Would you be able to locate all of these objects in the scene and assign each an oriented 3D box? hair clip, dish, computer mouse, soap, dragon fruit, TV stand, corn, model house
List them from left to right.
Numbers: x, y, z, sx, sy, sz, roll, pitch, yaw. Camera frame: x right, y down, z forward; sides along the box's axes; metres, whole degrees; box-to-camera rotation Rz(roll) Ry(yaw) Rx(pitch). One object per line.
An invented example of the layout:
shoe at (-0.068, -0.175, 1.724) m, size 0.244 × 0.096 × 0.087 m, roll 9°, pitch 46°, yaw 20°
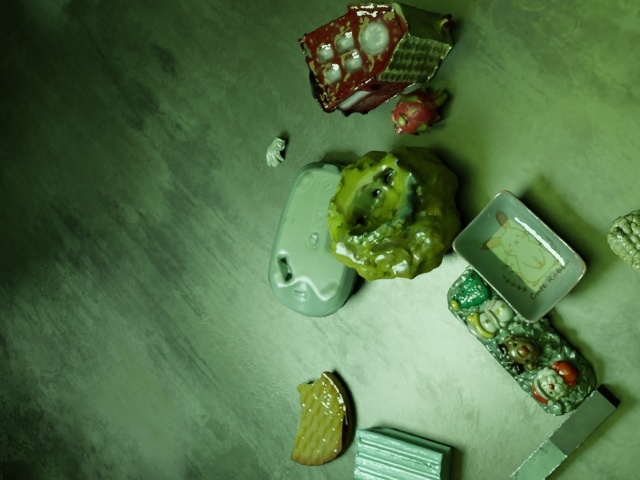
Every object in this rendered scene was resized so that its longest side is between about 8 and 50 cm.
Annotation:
computer mouse at (0.002, -0.001, 1.732) m, size 0.197 × 0.095 × 0.331 m, roll 18°, pitch 97°, yaw 15°
model house at (0.117, -0.360, 1.546) m, size 0.254 × 0.196 × 0.160 m, roll -27°, pitch 80°, yaw 32°
soap at (0.168, 0.459, 1.705) m, size 0.198 × 0.063 × 0.114 m, roll 11°, pitch 101°, yaw 31°
dragon fruit at (0.190, -0.250, 1.584) m, size 0.116 × 0.081 × 0.086 m, roll -18°, pitch 81°, yaw 4°
hair clip at (0.360, 0.181, 1.526) m, size 0.321 × 0.091 × 0.138 m, roll 47°, pitch 116°, yaw 17°
dish at (0.366, 0.029, 1.500) m, size 0.212 × 0.077 × 0.151 m, roll 47°, pitch 109°, yaw 19°
TV stand at (0.449, 0.371, 1.525) m, size 0.049 × 0.040 × 0.256 m, roll 44°, pitch 117°, yaw 19°
corn at (0.568, 0.042, 1.375) m, size 0.087 × 0.087 × 0.211 m, roll -47°, pitch 71°, yaw 29°

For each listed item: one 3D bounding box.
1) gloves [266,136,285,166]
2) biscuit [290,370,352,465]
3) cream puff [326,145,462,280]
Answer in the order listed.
gloves at (-0.097, -0.200, 1.806) m, size 0.044 × 0.037 × 0.081 m, roll -131°, pitch 47°, yaw -59°
biscuit at (-0.008, 0.404, 1.832) m, size 0.228 × 0.031 × 0.176 m, roll -47°, pitch 71°, yaw 30°
cream puff at (0.134, -0.049, 1.560) m, size 0.282 × 0.185 × 0.282 m, roll 1°, pitch 96°, yaw 14°
